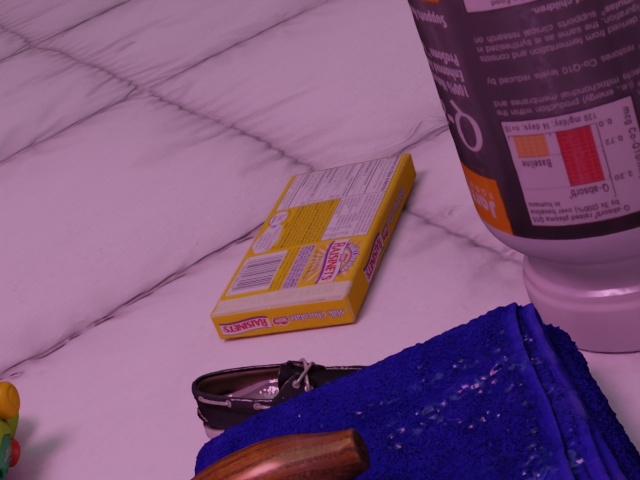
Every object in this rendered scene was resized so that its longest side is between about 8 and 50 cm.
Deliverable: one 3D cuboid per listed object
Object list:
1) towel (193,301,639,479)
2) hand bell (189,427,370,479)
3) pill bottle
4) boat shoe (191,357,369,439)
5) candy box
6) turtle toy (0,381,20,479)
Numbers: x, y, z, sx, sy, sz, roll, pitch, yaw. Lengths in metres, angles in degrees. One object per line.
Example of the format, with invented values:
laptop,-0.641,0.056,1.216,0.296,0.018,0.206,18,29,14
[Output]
towel,0.047,0.144,0.556,0.227,0.076,0.308,-20,25,2
hand bell,-0.089,0.140,0.574,0.242,0.126,0.126,-23,24,14
pill bottle,0.147,-0.087,0.699,0.162,0.278,0.162,-17,25,8
boat shoe,-0.019,0.090,0.757,0.125,0.038,0.046,-9,28,24
candy box,0.000,0.000,0.936,0.105,0.027,0.206,-7,29,22
turtle toy,-0.230,0.132,0.805,0.095,0.066,0.130,-14,26,12
